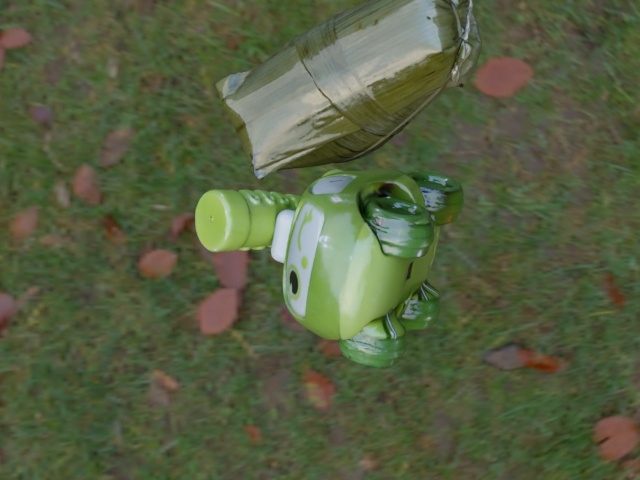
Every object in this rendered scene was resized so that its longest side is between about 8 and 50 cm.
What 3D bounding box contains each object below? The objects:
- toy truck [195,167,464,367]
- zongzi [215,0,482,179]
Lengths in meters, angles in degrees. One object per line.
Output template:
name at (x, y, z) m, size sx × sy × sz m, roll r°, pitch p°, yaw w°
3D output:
toy truck at (0.020, 0.001, 1.418) m, size 0.210 × 0.187 × 0.148 m, roll 23°, pitch 113°, yaw 32°
zongzi at (0.058, -0.121, 1.207) m, size 0.205 × 0.204 × 0.094 m, roll -28°, pitch 78°, yaw 25°
